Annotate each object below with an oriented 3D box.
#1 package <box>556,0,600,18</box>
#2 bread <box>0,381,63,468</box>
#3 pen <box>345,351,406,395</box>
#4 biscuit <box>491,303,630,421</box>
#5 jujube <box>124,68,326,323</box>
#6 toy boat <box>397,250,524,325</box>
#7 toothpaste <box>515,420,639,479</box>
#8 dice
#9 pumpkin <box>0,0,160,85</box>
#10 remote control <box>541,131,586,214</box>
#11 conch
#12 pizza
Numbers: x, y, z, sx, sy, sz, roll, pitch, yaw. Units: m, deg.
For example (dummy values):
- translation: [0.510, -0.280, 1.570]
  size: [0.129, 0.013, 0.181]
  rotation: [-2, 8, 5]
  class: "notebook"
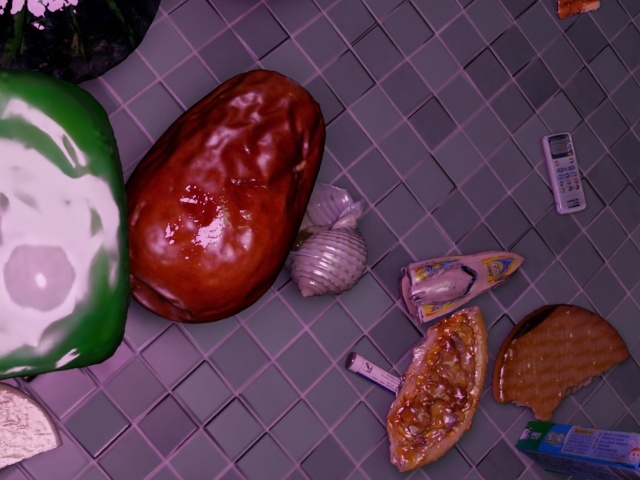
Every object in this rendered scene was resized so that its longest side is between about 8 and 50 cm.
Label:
- translation: [0.394, -0.404, 1.471]
  size: [0.077, 0.033, 0.110]
  rotation: [-15, 94, -32]
  class: "package"
- translation: [-0.407, 0.219, 1.085]
  size: [0.193, 0.036, 0.112]
  rotation: [-20, 87, -19]
  class: "bread"
- translation: [0.121, 0.211, 1.300]
  size: [0.204, 0.025, 0.025]
  rotation: [32, 74, -16]
  class: "pen"
- translation: [0.354, 0.180, 1.392]
  size: [0.229, 0.031, 0.176]
  rotation: [11, 81, -22]
  class: "biscuit"
- translation: [-0.115, -0.054, 1.129]
  size: [0.223, 0.223, 0.318]
  rotation: [36, 66, -14]
  class: "jujube"
- translation: [0.200, 0.051, 1.327]
  size: [0.210, 0.066, 0.084]
  rotation: [-17, 92, -23]
  class: "toy boat"
- translation: [0.361, 0.283, 1.255]
  size: [0.065, 0.267, 0.050]
  rotation: [36, 73, -14]
  class: "toothpaste"
- translation: [-0.369, -0.003, 0.988]
  size: [0.300, 0.287, 0.297]
  rotation: [-6, 86, -21]
  class: "dice"
- translation: [-0.324, -0.324, 1.071]
  size: [0.315, 0.238, 0.315]
  rotation: [0, 89, -21]
  class: "pumpkin"
- translation: [0.368, -0.102, 1.435]
  size: [0.053, 0.018, 0.124]
  rotation: [-11, 88, -23]
  class: "remote control"
- translation: [-0.003, 0.005, 1.232]
  size: [0.135, 0.102, 0.153]
  rotation: [27, 41, -9]
  class: "conch"
- translation: [0.167, 0.201, 1.275]
  size: [0.127, 0.058, 0.246]
  rotation: [44, 67, -12]
  class: "pizza"
